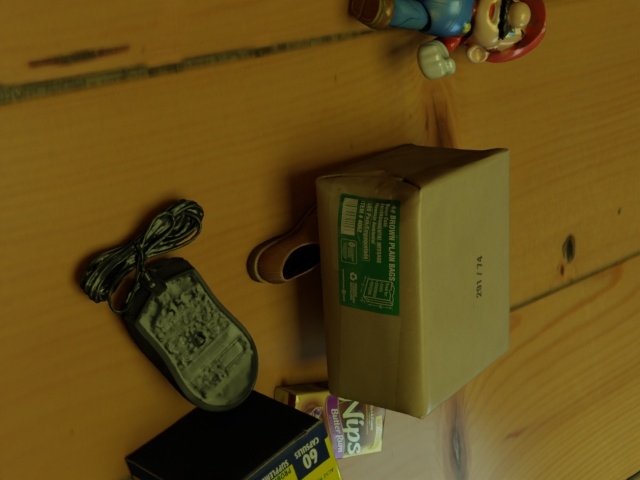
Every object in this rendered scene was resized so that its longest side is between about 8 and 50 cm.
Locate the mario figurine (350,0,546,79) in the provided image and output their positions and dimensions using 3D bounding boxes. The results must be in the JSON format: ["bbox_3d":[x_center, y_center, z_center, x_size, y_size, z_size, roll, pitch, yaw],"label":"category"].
[{"bbox_3d":[0.213,-0.341,1.607,0.320,0.170,0.198,7,130,-35],"label":"mario figurine"}]

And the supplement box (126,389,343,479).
[{"bbox_3d":[-0.079,0.405,1.505,0.194,0.195,0.357,-34,121,-31],"label":"supplement box"}]

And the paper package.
[{"bbox_3d":[0.141,0.045,1.588,0.309,0.168,0.325,-25,117,-55],"label":"paper package"}]

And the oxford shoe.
[{"bbox_3d":[0.000,0.000,1.566,0.212,0.076,0.076,-39,121,-31],"label":"oxford shoe"}]

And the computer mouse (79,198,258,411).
[{"bbox_3d":[-0.178,0.098,1.439,0.188,0.072,0.272,-40,111,-26],"label":"computer mouse"}]

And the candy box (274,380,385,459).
[{"bbox_3d":[0.014,0.265,1.653,0.186,0.053,0.109,-1,100,-43],"label":"candy box"}]
